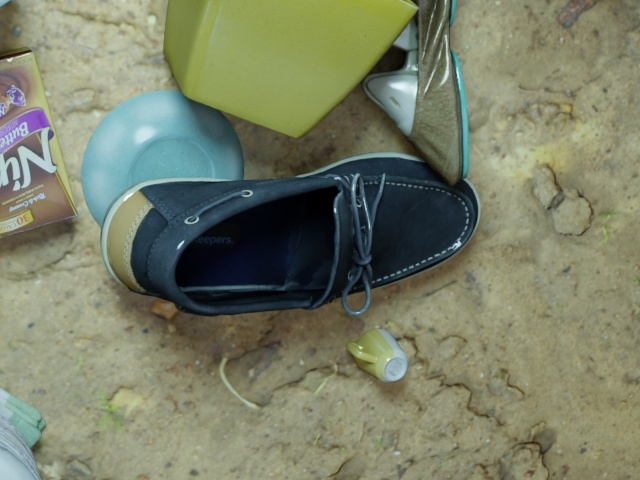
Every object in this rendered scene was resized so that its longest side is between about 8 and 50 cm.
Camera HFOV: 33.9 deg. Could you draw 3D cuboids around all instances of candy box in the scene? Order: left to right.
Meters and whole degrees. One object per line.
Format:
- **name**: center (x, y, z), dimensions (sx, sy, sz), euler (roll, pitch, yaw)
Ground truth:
- **candy box**: center (-0.337, -0.102, 1.122), dimensions (0.109, 0.053, 0.186), euler (-18, 114, -18)

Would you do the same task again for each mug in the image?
- **mug**: center (0.077, 0.158, 1.378), dimensions (0.078, 0.064, 0.062), euler (-14, 112, -19)

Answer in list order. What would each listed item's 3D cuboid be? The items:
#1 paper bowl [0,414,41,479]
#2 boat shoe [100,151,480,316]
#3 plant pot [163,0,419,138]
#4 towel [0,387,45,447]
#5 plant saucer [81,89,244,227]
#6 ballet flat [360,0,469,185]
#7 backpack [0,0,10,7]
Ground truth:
- **paper bowl**: center (-0.436, 0.316, 1.127), dimensions (0.284, 0.148, 0.284), euler (-8, 111, -21)
- **boat shoe**: center (0.000, 0.000, 1.225), dimensions (0.500, 0.156, 0.186), euler (-4, 111, -33)
- **plant pot**: center (-0.059, -0.235, 1.125), dimensions (0.212, 0.212, 0.187), euler (18, 112, -27)
- **towel**: center (-0.501, 0.199, 1.159), dimensions (0.248, 0.038, 0.325), euler (-45, 120, -3)
- **plant saucer**: center (-0.175, -0.074, 1.210), dimensions (0.195, 0.037, 0.194), euler (-7, 109, -21)
- **ballet flat**: center (0.107, -0.233, 1.239), dimensions (0.124, 0.116, 0.342), euler (-4, 103, -8)
- **backpack**: center (-0.350, -0.263, 0.991), dimensions (0.152, 0.182, 0.115), euler (-46, 118, -5)
